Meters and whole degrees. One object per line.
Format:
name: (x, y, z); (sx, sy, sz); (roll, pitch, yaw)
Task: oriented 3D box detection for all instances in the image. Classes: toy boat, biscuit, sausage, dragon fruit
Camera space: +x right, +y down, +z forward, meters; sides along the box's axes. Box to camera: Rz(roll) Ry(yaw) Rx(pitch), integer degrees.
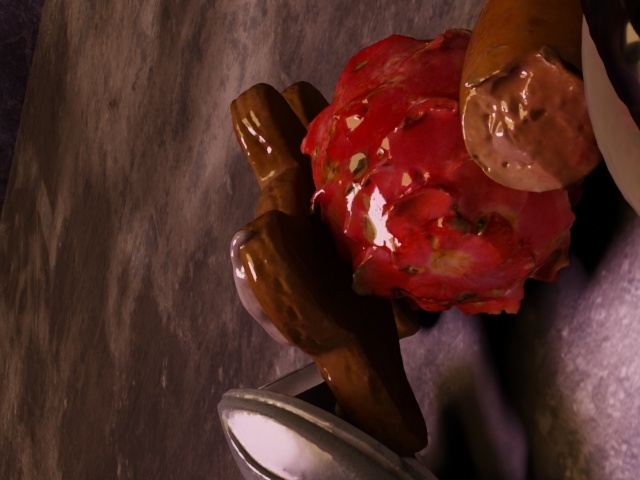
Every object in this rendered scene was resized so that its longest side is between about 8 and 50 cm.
toy boat: (0.049, 0.216, 1.030); (0.319, 0.092, 0.141); (38, 137, 10)
biscuit: (-0.002, 0.000, 1.193); (0.283, 0.064, 0.432); (55, -165, -29)
sausage: (0.151, -0.129, 0.894); (0.270, 0.108, 0.109); (-57, -13, -58)
dragon fruit: (0.090, -0.062, 1.051); (0.268, 0.205, 0.210); (-115, 31, -65)

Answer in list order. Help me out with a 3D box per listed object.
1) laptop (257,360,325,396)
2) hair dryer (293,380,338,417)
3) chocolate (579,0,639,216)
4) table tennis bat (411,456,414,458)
laptop: (-0.025, 0.236, 1.528); (0.269, 0.015, 0.188); (146, 124, -63)
hair dryer: (0.028, 0.268, 1.238); (0.244, 0.116, 0.302); (61, 169, 12)
chocolate: (0.240, -0.109, 0.691); (0.283, 0.186, 0.284); (-176, 90, -68)
table tennis bat: (0.057, 0.312, 1.316); (0.138, 0.022, 0.247); (-128, 48, -57)
